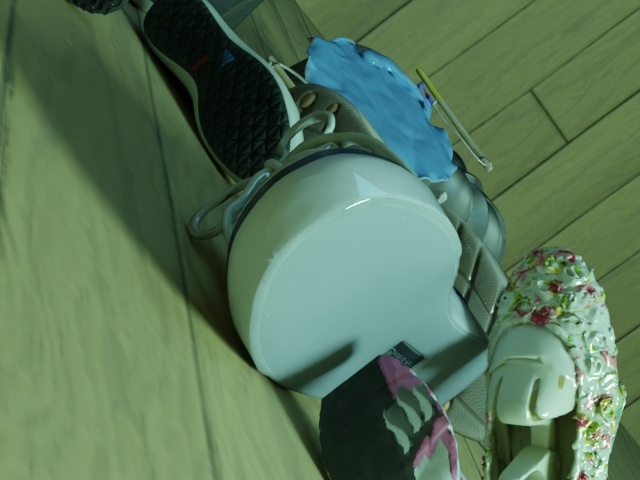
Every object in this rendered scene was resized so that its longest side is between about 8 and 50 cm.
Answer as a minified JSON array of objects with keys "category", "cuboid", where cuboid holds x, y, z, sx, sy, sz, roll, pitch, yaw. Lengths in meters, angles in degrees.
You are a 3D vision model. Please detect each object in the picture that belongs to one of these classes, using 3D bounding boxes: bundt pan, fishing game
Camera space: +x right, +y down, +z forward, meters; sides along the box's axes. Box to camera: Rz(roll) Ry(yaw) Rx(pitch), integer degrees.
[{"category":"bundt pan","cuboid":[0.083,-0.073,1.823,0.331,0.124,0.331,53,7,-10]},{"category":"fishing game","cuboid":[0.051,-0.120,1.632,0.189,0.041,0.264,54,29,16]}]

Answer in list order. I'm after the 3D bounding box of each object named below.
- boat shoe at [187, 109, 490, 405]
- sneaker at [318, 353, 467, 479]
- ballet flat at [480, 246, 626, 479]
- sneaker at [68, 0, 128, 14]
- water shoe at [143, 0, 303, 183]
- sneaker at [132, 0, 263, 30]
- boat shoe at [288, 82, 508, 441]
[{"category":"boat shoe","cuboid":[0.008,-0.005,1.006,0.156,0.136,0.367,57,5,22]},{"category":"sneaker","cuboid":[0.055,0.150,0.918,0.077,0.072,0.178,67,-1,-68]},{"category":"ballet flat","cuboid":[0.132,0.125,1.036,0.077,0.091,0.241,-4,94,-57]},{"category":"sneaker","cuboid":[-0.179,-0.222,1.126,0.161,0.057,0.075,47,15,-27]},{"category":"water shoe","cuboid":[-0.060,-0.107,1.283,0.203,0.073,0.080,59,7,32]},{"category":"sneaker","cuboid":[-0.108,-0.242,1.418,0.083,0.118,0.222,57,8,22]},{"category":"boat shoe","cuboid":[0.067,0.016,1.343,0.324,0.123,0.116,59,7,22]}]
